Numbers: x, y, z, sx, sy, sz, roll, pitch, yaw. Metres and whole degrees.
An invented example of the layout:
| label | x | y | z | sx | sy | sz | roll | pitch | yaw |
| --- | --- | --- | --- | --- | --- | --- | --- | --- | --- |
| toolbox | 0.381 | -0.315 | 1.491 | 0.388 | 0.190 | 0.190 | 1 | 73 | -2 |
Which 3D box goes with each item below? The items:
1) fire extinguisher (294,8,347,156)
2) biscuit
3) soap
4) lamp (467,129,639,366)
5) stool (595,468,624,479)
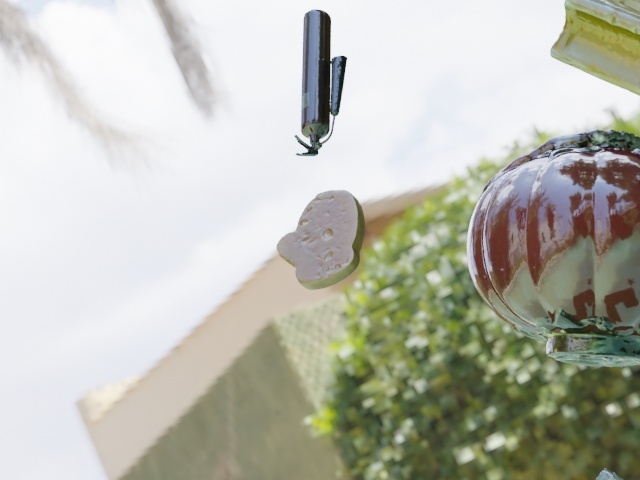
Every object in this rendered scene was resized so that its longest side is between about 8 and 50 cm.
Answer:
| label | x | y | z | sx | sy | sz | roll | pitch | yaw |
| --- | --- | --- | --- | --- | --- | --- | --- | --- | --- |
| fire extinguisher | 0.003 | -0.150 | 1.581 | 0.049 | 0.173 | 0.035 | -3 | -30 | 8 |
| biscuit | 0.001 | 0.001 | 1.990 | 0.118 | 0.140 | 0.023 | -12 | -40 | 29 |
| soap | 0.330 | -0.155 | 1.391 | 0.140 | 0.232 | 0.073 | -21 | -49 | -51 |
| lamp | 0.317 | 0.011 | 1.866 | 0.303 | 0.257 | 0.303 | 3 | -12 | 1 |
| stool | 0.371 | 0.394 | 1.690 | 0.170 | 0.243 | 0.269 | -54 | -30 | -4 |
